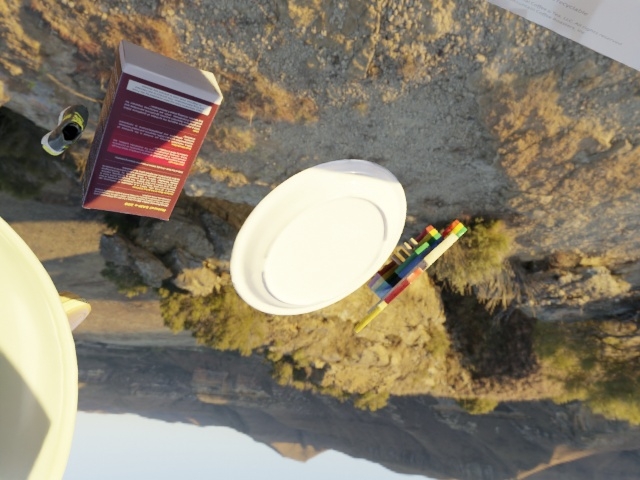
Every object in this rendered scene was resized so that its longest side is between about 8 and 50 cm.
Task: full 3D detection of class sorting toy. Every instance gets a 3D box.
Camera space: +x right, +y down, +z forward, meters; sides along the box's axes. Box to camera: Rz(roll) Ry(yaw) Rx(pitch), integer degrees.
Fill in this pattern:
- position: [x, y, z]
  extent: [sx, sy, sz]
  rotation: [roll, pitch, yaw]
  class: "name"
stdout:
- position: [0.124, 0.042, 0.632]
  extent: [0.274, 0.046, 0.132]
  rotation: [-28, 161, -53]
  class: "sorting toy"

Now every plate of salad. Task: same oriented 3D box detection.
- position: [0.000, 0.000, 0.444]
  extent: [0.199, 0.048, 0.200]
  rotation: [-19, 137, -19]
  class: "plate of salad"

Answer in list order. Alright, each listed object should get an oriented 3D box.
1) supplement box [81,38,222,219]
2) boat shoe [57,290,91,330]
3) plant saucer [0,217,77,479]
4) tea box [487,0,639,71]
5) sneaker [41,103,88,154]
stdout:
- position: [-0.253, -0.145, 0.621]
  extent: [0.130, 0.073, 0.239]
  rotation: [10, 130, -38]
  class: "supplement box"
- position: [-0.448, 0.131, 0.543]
  extent: [0.285, 0.089, 0.104]
  rotation: [-28, 170, -12]
  class: "boat shoe"
- position: [-0.311, 0.078, 0.172]
  extent: [0.400, 0.401, 0.100]
  rotation: [20, 143, -37]
  class: "plant saucer"
- position: [0.323, -0.286, 0.255]
  extent: [0.329, 0.324, 0.220]
  rotation: [33, -178, 9]
  class: "tea box"
- position: [-0.295, -0.134, 0.507]
  extent: [0.035, 0.083, 0.031]
  rotation: [-12, 140, 24]
  class: "sneaker"
